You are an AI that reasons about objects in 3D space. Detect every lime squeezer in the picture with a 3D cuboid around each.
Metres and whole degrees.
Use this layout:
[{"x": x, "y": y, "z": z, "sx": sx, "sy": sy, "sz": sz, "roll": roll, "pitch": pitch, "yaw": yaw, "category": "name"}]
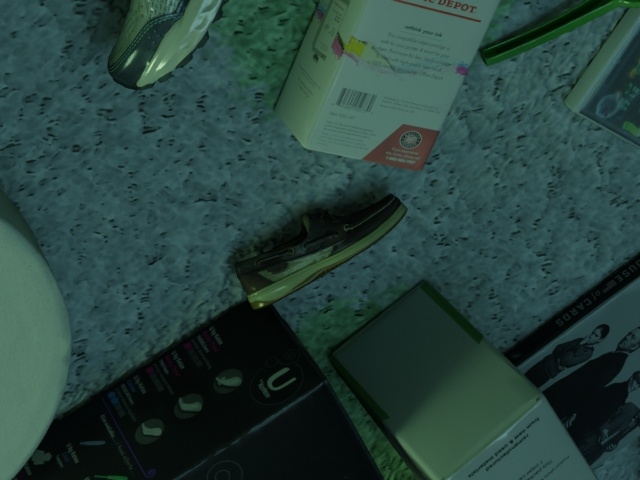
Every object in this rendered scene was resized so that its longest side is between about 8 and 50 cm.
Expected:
[{"x": 0.265, "y": -0.235, "z": 1.502, "sx": 0.310, "sy": 0.059, "sz": 0.110, "roll": -48, "pitch": 149, "yaw": 23, "category": "lime squeezer"}]

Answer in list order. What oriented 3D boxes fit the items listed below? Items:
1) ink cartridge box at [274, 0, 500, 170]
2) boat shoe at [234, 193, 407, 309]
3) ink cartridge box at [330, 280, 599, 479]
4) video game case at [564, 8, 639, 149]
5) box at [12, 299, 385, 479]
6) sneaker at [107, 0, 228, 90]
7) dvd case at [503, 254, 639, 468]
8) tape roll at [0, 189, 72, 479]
[{"x": 0.058, "y": -0.161, "z": 1.454, "sx": 0.115, "sy": 0.067, "sz": 0.198, "roll": 10, "pitch": 116, "yaw": -32, "category": "ink cartridge box"}, {"x": 0.000, "y": 0.000, "z": 1.536, "sx": 0.152, "sy": 0.056, "sz": 0.049, "roll": -33, "pitch": 97, "yaw": -11, "category": "boat shoe"}, {"x": 0.153, "y": 0.199, "z": 1.645, "sx": 0.117, "sy": 0.201, "sz": 0.278, "roll": -39, "pitch": 130, "yaw": -4, "category": "ink cartridge box"}, {"x": 0.324, "y": -0.160, "z": 1.619, "sx": 0.173, "sy": 0.022, "sz": 0.190, "roll": 24, "pitch": 107, "yaw": -36, "category": "video game case"}, {"x": -0.104, "y": 0.200, "z": 1.553, "sx": 0.270, "sy": 0.143, "sz": 0.165, "roll": -33, "pitch": 130, "yaw": -5, "category": "box"}, {"x": -0.106, "y": -0.244, "z": 1.313, "sx": 0.122, "sy": 0.110, "sz": 0.283, "roll": 19, "pitch": 108, "yaw": -16, "category": "sneaker"}, {"x": 0.294, "y": 0.105, "z": 1.770, "sx": 0.239, "sy": 0.029, "sz": 0.179, "roll": -36, "pitch": 129, "yaw": -3, "category": "dvd case"}, {"x": -0.377, "y": 0.096, "z": 1.369, "sx": 0.392, "sy": 0.072, "sz": 0.392, "roll": -15, "pitch": 132, "yaw": -18, "category": "tape roll"}]
